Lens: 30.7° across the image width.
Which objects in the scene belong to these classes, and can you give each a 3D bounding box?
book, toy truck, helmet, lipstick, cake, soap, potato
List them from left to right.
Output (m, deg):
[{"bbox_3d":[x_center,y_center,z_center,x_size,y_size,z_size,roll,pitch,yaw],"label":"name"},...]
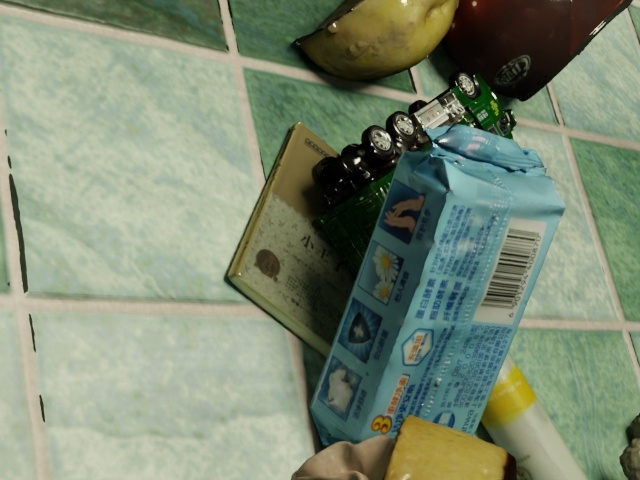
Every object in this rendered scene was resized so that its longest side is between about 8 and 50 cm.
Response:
[{"bbox_3d":[0.000,0.000,1.048,0.138,0.016,0.198,39,46,-21],"label":"book"},{"bbox_3d":[0.046,0.232,0.866,0.185,0.178,0.207,-56,147,-59],"label":"cake"},{"bbox_3d":[0.090,-0.242,1.185,0.098,0.138,0.243,50,45,-16],"label":"potato"},{"bbox_3d":[0.097,-0.068,1.105,0.121,0.088,0.259,57,42,-3],"label":"toy truck"},{"bbox_3d":[0.098,0.052,0.965,0.156,0.293,0.077,10,17,-41],"label":"soap"},{"bbox_3d":[0.220,-0.260,1.274,0.193,0.189,0.216,9,62,-23],"label":"helmet"},{"bbox_3d":[0.217,0.222,1.093,0.059,0.059,0.264,-32,91,-48],"label":"lipstick"}]

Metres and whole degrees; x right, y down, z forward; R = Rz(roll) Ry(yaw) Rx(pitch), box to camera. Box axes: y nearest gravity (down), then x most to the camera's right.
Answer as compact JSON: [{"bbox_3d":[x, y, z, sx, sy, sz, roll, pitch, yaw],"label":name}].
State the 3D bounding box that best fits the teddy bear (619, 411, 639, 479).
[{"bbox_3d":[0.395,0.273,1.162,0.236,0.151,0.267,36,46,-20],"label":"teddy bear"}]
